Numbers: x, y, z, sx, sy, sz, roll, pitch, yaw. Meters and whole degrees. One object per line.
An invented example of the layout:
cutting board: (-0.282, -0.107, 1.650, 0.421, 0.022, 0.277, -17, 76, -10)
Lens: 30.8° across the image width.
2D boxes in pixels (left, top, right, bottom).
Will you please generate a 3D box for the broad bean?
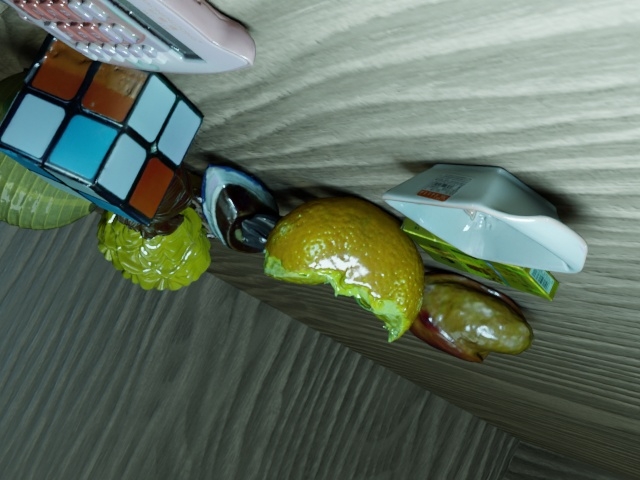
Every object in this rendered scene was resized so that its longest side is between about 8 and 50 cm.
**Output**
broad bean: (0.226, 0.126, 1.832, 0.228, 0.122, 0.156, 25, 169, 30)

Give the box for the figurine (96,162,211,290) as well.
figurine: (-0.248, -0.052, 1.758, 0.187, 0.168, 0.315, 54, 161, 12)

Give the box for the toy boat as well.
toy boat: (-0.134, -0.058, 1.880, 0.115, 0.114, 0.262, 60, 180, 18)

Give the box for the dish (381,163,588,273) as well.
dish: (0.188, -0.030, 1.230, 0.154, 0.064, 0.234, 31, 171, -29)

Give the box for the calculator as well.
calculator: (-0.220, -0.239, 1.185, 0.330, 0.048, 0.220, 9, 162, 45)

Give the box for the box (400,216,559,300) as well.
box: (0.214, 0.021, 1.564, 0.193, 0.030, 0.121, 19, 168, 36)

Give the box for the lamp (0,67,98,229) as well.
lamp: (-0.444, -0.147, 1.757, 0.284, 0.250, 0.250, 28, 171, 0)

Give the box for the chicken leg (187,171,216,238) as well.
chicken leg: (-0.268, -0.109, 2.037, 0.304, 0.093, 0.113, 39, 149, -25)

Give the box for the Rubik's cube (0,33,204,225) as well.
Rubik's cube: (-0.292, -0.147, 1.540, 0.183, 0.180, 0.167, 20, 170, 24)

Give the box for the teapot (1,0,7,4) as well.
teapot: (-0.363, -0.299, 1.291, 0.083, 0.049, 0.063, 26, 171, 0)

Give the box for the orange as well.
orange: (0.044, 0.025, 1.640, 0.237, 0.158, 0.179, 28, 175, -1)

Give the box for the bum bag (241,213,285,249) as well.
bum bag: (0.000, 0.000, 1.809, 0.248, 0.060, 0.123, 2, 168, -6)
